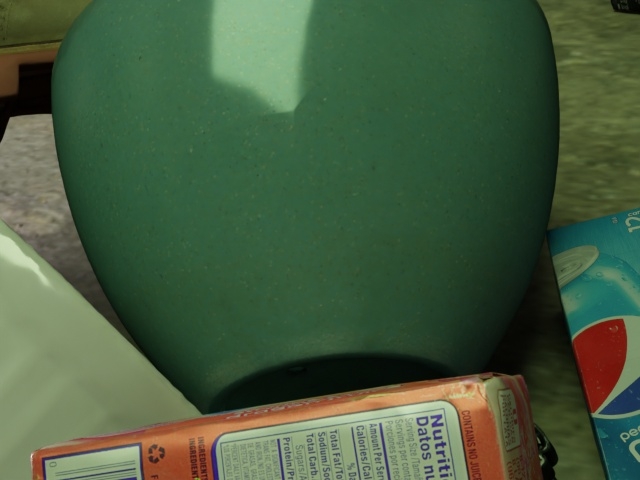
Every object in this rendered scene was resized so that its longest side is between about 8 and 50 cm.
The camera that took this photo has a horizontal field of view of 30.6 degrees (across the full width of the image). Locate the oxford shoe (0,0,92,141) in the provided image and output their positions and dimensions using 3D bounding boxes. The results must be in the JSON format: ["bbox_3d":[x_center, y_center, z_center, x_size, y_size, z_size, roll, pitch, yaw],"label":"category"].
[{"bbox_3d":[-0.149,-0.148,0.728,0.348,0.130,0.123,-18,-8,-35],"label":"oxford shoe"}]

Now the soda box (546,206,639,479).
[{"bbox_3d":[0.171,0.081,0.606,0.067,0.071,0.210,-15,43,10],"label":"soda box"}]

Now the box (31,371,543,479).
[{"bbox_3d":[0.019,0.202,0.391,0.154,0.142,0.300,-12,81,13],"label":"box"}]

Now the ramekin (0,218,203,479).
[{"bbox_3d":[-0.160,0.093,0.602,0.135,0.277,0.277,-45,46,-13],"label":"ramekin"}]

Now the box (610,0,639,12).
[{"bbox_3d":[0.275,-0.232,0.791,0.184,0.191,0.045,13,55,35],"label":"box"}]

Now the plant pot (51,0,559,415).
[{"bbox_3d":[0.000,0.000,0.639,0.290,0.290,0.196,-13,61,12],"label":"plant pot"}]

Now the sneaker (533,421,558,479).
[{"bbox_3d":[0.039,0.171,0.537,0.079,0.121,0.217,13,54,35],"label":"sneaker"}]
